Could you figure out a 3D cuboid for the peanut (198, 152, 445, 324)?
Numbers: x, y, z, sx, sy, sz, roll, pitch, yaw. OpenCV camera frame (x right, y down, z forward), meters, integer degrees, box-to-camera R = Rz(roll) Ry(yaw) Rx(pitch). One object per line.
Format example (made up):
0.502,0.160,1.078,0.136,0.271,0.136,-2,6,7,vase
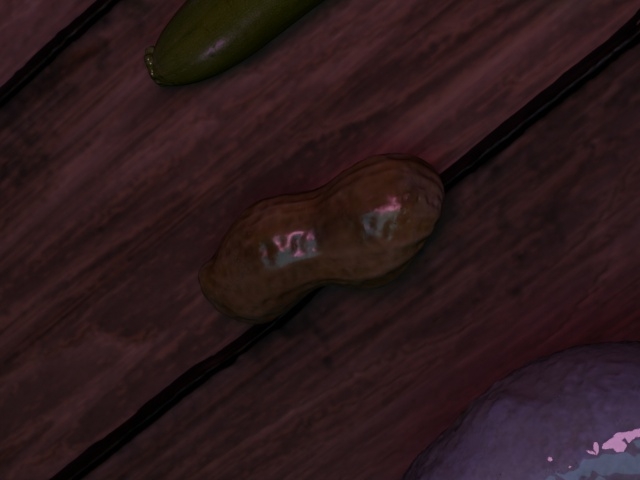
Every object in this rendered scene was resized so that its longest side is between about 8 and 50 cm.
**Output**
0.001,0.002,1.337,0.193,0.089,0.089,-20,109,21,peanut

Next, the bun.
0.222,0.225,1.324,0.362,0.211,0.362,4,111,9,bun

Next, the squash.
-0.041,-0.166,1.281,0.201,0.066,0.066,-35,104,26,squash
